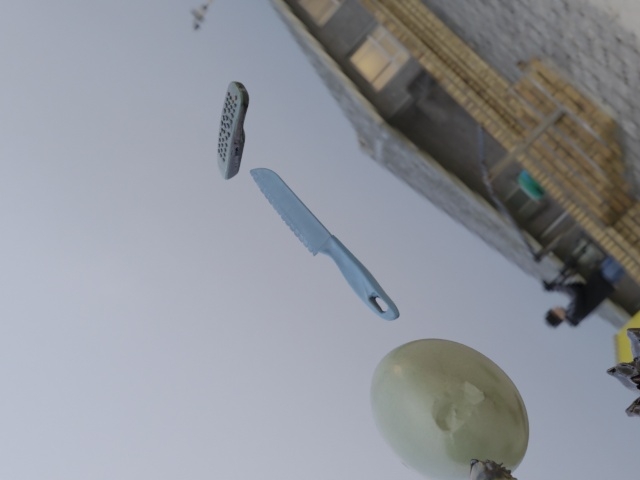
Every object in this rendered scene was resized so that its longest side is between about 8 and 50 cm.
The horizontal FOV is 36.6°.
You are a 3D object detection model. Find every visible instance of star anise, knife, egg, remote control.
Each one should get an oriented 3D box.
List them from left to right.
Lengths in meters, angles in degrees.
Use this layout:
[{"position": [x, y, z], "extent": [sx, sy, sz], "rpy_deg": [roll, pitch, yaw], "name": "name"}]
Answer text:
[{"position": [-0.176, -0.216, 1.934], "extent": [0.042, 0.222, 0.072], "rpy_deg": [-9, -133, -24], "name": "remote control"}, {"position": [0.000, 0.000, 1.308], "extent": [0.313, 0.044, 0.019], "rpy_deg": [49, -162, 26], "name": "knife"}, {"position": [0.203, 0.273, 1.535], "extent": [0.269, 0.219, 0.219], "rpy_deg": [31, -170, 13], "name": "egg"}, {"position": [0.626, 0.261, 1.709], "extent": [0.223, 0.236, 0.109], "rpy_deg": [48, 148, -14], "name": "star anise"}]

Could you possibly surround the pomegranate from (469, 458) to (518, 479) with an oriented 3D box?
[{"position": [0.251, 0.425, 1.297], "extent": [0.254, 0.254, 0.271], "rpy_deg": [26, -128, -52], "name": "pomegranate"}]
